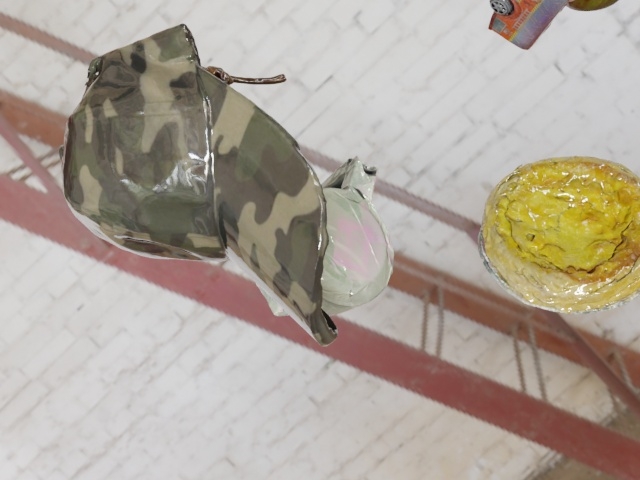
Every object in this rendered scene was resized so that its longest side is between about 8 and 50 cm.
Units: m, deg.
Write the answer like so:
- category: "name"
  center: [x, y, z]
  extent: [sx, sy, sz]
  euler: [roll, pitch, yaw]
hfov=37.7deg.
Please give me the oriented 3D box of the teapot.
- category: "teapot"
  center: [-0.012, 0.001, 1.293]
  extent: [0.163, 0.221, 0.178]
  euler: [5, -20, -32]

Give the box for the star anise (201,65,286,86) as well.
- category: "star anise"
  center: [-0.198, -0.259, 1.584]
  extent: [0.234, 0.073, 0.177]
  euler: [-5, 0, -45]

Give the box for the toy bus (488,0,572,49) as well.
- category: "toy bus"
  center: [0.242, -0.280, 1.008]
  extent: [0.065, 0.077, 0.192]
  euler: [-56, -1, -19]

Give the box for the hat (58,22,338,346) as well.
- category: "hat"
  center: [-0.149, -0.022, 1.064]
  extent: [0.257, 0.366, 0.381]
  euler: [-18, 45, -9]

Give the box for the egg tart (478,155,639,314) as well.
- category: "egg tart"
  center: [0.315, -0.002, 1.170]
  extent: [0.234, 0.234, 0.094]
  euler: [-46, -31, -18]

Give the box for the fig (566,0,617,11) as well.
- category: "fig"
  center: [0.327, -0.348, 1.102]
  extent: [0.103, 0.109, 0.154]
  euler: [-16, -31, -13]
